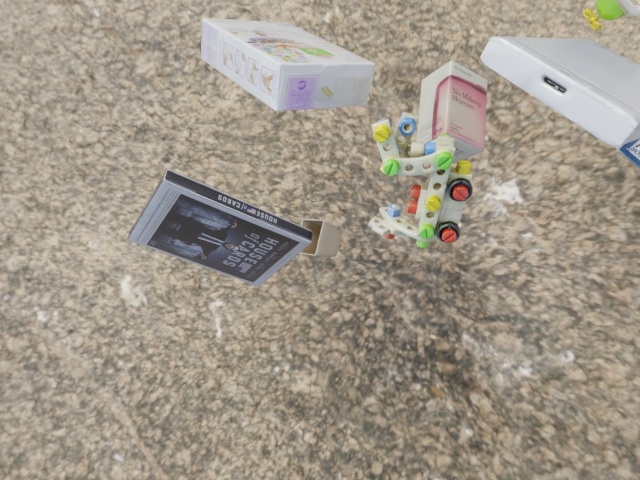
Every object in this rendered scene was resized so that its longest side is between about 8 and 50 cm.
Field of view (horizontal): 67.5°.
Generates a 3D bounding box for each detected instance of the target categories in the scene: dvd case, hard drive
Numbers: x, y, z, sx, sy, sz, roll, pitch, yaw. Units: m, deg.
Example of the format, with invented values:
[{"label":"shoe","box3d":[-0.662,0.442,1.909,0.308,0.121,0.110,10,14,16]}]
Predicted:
[{"label":"dvd case","box3d":[-0.159,-0.008,0.755,0.179,0.239,0.029,-39,36,44]},{"label":"hard drive","box3d":[0.438,-0.249,0.753,0.233,0.353,0.047,47,134,26]}]

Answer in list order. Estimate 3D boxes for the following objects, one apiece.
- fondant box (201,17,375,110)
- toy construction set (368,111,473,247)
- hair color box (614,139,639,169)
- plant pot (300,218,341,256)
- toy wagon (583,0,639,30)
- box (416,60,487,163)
[{"label":"fondant box","box3d":[-0.080,-0.389,1.038,0.330,0.238,0.096,42,133,38]},{"label":"toy construction set","box3d":[0.198,-0.101,1.009,0.215,0.327,0.151,10,49,6]},{"label":"hair color box","box3d":[0.802,-0.297,1.007,0.105,0.174,0.347,45,119,9]},{"label":"plant pot","box3d":[0.000,0.000,1.468,0.109,0.096,0.109,6,80,52]},{"label":"toy wagon","box3d":[0.788,-0.654,1.143,0.068,0.344,0.267,-22,78,-23]},{"label":"box","box3d":[0.376,-0.361,1.367,0.149,0.127,0.232,15,73,-26]}]
